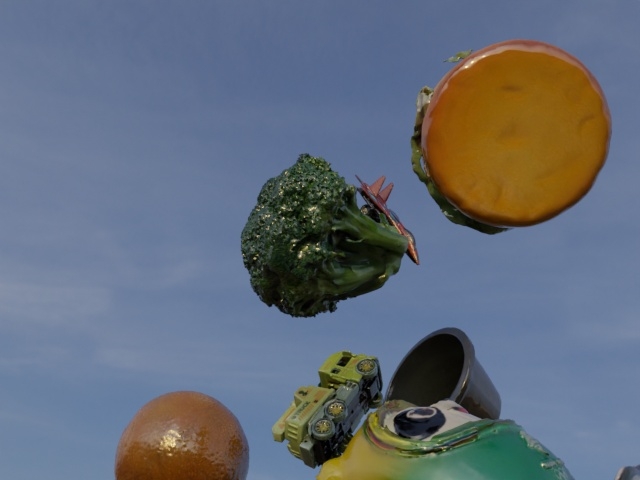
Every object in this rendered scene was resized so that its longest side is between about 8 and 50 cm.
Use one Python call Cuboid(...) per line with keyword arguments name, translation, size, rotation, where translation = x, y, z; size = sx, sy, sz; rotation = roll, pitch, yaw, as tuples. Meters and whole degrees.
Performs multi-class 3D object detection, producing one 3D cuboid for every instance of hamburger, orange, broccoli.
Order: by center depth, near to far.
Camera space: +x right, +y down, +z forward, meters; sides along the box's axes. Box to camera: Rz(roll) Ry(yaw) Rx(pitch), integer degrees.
Cuboid(name="hamburger", translation=(0.230, -0.132, 0.899), size=(0.246, 0.170, 0.246), rotation=(1, -79, 3))
Cuboid(name="broccoli", translation=(0.000, 0.000, 1.110), size=(0.245, 0.265, 0.294), rotation=(14, -29, -11))
Cuboid(name="orange", translation=(-0.264, 0.412, 1.357), size=(0.264, 0.264, 0.264), rotation=(9, -39, 7))

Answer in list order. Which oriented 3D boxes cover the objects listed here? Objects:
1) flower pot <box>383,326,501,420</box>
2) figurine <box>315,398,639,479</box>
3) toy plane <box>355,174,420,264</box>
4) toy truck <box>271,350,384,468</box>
Cuboid(name="flower pot", translation=(0.273, 0.336, 1.507), size=(0.166, 0.269, 0.269), rotation=(35, -42, -20))
Cuboid(name="figurine", translation=(0.169, 0.302, 0.790), size=(0.340, 0.232, 0.323), rotation=(4, -9, 40))
Cuboid(name="toy plane", translation=(0.112, -0.027, 1.166), size=(0.061, 0.189, 0.130), rotation=(-31, -35, 18))
Cuboid(name="toy truck", translation=(0.009, 0.221, 0.948), size=(0.100, 0.169, 0.077), rotation=(12, -49, 31))
